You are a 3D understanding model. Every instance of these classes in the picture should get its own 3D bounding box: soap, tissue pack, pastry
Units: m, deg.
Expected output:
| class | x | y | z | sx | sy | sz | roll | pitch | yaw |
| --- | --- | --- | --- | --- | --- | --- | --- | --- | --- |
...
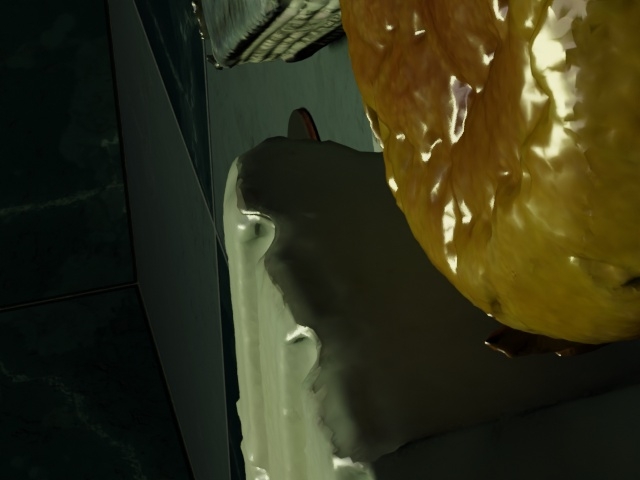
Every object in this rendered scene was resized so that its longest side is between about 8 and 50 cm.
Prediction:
| class | x | y | z | sx | sy | sz | roll | pitch | yaw |
| --- | --- | --- | --- | --- | --- | --- | --- | --- | --- |
| soap | 0.082 | 0.189 | 0.902 | 0.350 | 0.213 | 0.435 | -114 | 17 | -56 |
| tissue pack | -0.033 | -0.280 | 1.254 | 0.361 | 0.122 | 0.259 | -174 | 77 | -80 |
| pastry | 0.103 | -0.125 | 0.648 | 0.356 | 0.164 | 0.356 | 172 | 90 | -78 |

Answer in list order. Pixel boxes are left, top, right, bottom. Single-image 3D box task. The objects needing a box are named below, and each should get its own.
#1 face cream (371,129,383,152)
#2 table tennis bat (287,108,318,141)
| class | x | y | z | sx | sy | sz | roll | pitch | yaw |
| --- | --- | --- | --- | --- | --- | --- | --- | --- | --- |
| face cream | 0.072 | -0.080 | 1.045 | 0.144 | 0.071 | 0.291 | -128 | 30 | -68 |
| table tennis bat | 0.000 | 0.000 | 1.593 | 0.154 | 0.021 | 0.274 | 111 | 148 | -69 |
